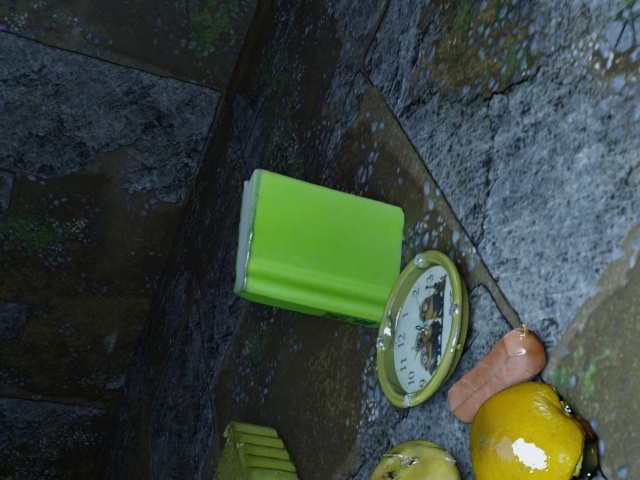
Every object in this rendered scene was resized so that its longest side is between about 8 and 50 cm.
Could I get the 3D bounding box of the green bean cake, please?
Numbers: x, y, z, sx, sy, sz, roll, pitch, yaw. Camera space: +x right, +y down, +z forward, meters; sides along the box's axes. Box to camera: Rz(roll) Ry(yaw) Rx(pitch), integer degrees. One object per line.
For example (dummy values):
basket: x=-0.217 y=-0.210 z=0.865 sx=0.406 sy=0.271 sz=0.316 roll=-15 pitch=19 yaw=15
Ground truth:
green bean cake: x=-0.133 y=0.502 z=1.662 sx=0.233 sy=0.124 sz=0.236 roll=-123 pitch=49 yaw=-62

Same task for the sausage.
sausage: x=0.223 y=0.162 z=1.052 sx=0.169 sy=0.065 sz=0.065 roll=124 pitch=150 yaw=-44

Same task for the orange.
orange: x=0.224 y=0.233 z=0.956 sx=0.170 sy=0.112 sz=0.160 roll=-26 pitch=53 yaw=49

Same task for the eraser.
eraser: x=-0.004 y=0.018 z=1.402 sx=0.092 sy=0.274 sz=0.210 roll=-27 pitch=55 yaw=61

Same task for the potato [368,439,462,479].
potato: x=0.100 y=0.409 z=1.111 sx=0.173 sy=0.140 sz=0.300 roll=7 pitch=83 yaw=62

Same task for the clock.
clock: x=0.156 y=0.131 z=1.242 sx=0.237 sy=0.057 sz=0.237 roll=-165 pitch=90 yaw=-69
